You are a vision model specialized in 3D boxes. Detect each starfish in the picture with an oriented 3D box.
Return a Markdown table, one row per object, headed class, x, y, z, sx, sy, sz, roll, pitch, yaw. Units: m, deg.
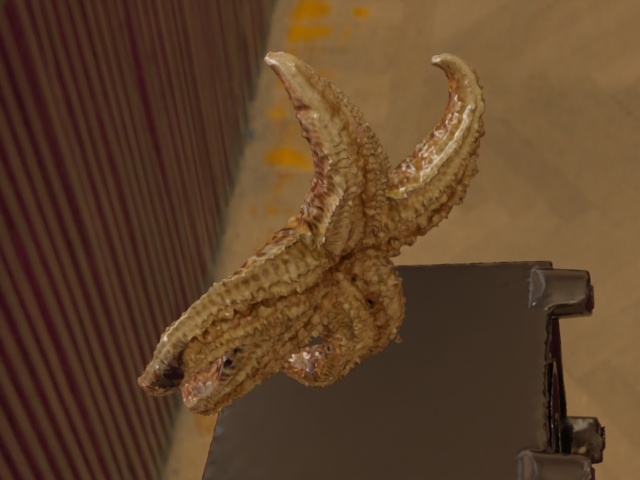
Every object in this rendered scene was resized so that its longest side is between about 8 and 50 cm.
| class | x | y | z | sx | sy | sz | roll | pitch | yaw |
| --- | --- | --- | --- | --- | --- | --- | --- | --- | --- |
| starfish | 0.002 | 0.001 | 0.738 | 0.238 | 0.216 | 0.071 | -46 | 62 | -6 |

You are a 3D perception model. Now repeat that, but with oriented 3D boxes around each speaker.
| class | x | y | z | sx | sy | sz | roll | pitch | yaw |
| --- | --- | --- | --- | --- | --- | --- | --- | --- | --- |
| speaker | 0.069 | 0.152 | 1.000 | 0.254 | 0.184 | 0.232 | -2 | 41 | 12 |
